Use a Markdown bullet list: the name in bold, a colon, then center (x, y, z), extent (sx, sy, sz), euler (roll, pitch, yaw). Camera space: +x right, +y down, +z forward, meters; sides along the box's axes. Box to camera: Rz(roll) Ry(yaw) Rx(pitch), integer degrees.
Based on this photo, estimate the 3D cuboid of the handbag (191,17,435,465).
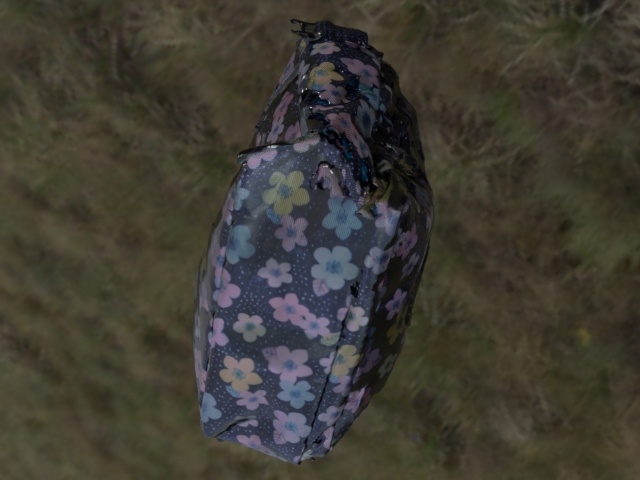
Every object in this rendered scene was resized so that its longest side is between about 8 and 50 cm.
- **handbag**: center (0.000, 0.000, 0.706), extent (0.126, 0.208, 0.229), euler (14, 125, 4)
